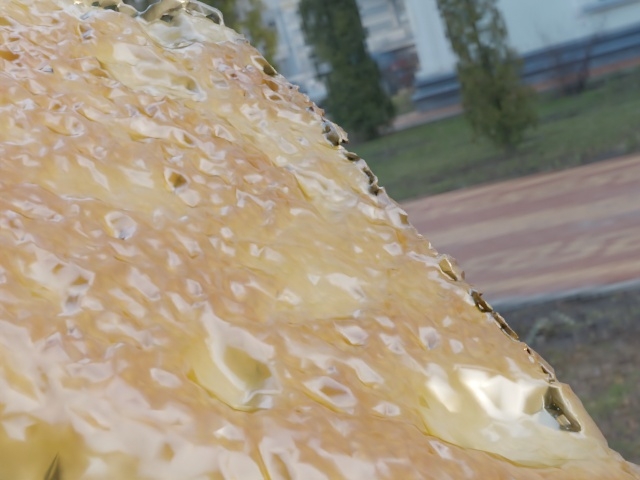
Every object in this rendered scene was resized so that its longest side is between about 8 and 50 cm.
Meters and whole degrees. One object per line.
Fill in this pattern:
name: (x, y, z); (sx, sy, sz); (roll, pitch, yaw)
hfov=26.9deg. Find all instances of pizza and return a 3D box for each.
pizza: (-0.115, 0.010, 0.406); (0.392, 0.080, 0.435); (6, 30, -37)
